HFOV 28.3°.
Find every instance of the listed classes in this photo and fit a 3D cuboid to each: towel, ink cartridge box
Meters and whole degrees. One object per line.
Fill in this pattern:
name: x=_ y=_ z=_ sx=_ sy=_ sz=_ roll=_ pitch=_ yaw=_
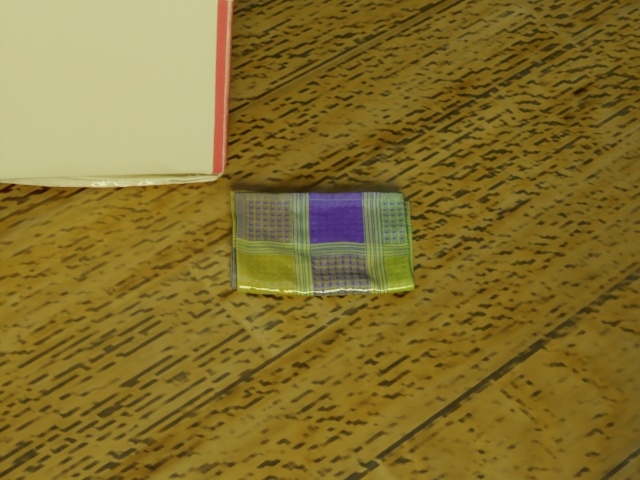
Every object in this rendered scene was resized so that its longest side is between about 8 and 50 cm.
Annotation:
towel: x=0.000 y=0.000 z=0.566 sx=0.083 sy=0.009 sz=0.060 roll=2 pitch=49 yaw=-2
ink cartridge box: x=-0.105 y=-0.196 z=0.597 sx=0.117 sy=0.207 sz=0.283 roll=-2 pitch=49 yaw=-8
